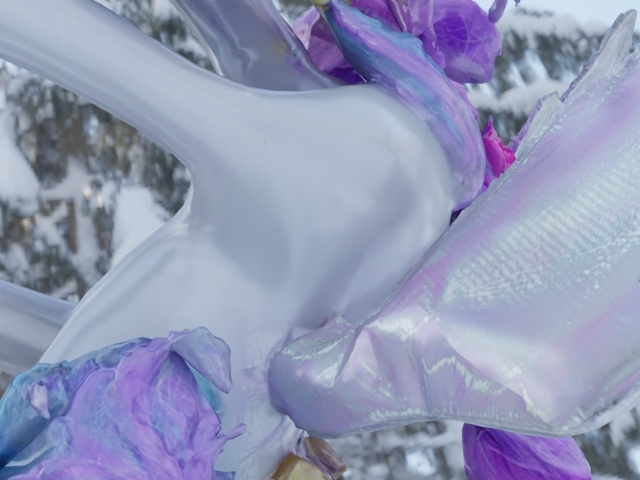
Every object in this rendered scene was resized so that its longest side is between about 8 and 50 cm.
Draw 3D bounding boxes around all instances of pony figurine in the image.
[{"bbox_3d":[0.000,0.000,0.435,0.363,0.303,0.351,36,-87,3],"label":"pony figurine"}]
